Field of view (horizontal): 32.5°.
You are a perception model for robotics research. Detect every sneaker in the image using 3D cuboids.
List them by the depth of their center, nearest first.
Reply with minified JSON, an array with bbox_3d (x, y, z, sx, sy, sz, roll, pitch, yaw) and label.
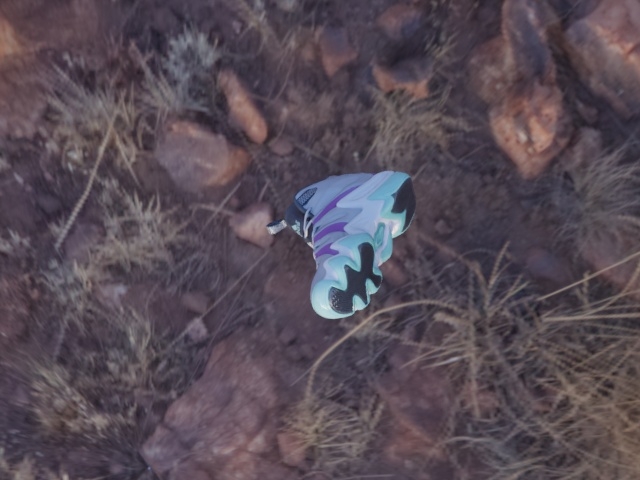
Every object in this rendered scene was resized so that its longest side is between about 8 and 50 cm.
[{"bbox_3d":[0.000,0.000,0.545,0.069,0.038,0.098,7,39,28],"label":"sneaker"}]
